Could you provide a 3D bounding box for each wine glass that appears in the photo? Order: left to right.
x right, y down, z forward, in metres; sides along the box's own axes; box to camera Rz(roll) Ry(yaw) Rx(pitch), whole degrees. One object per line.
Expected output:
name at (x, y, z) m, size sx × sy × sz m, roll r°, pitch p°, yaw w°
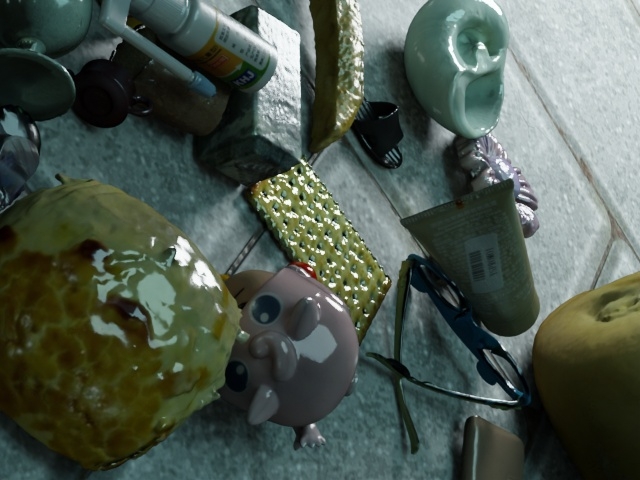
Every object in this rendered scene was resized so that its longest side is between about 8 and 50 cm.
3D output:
wine glass at (-0.271, -0.234, 1.517) m, size 0.103 × 0.103 × 0.231 m, roll 38°, pitch 43°, yaw -36°

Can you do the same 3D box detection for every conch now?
conch at (0.187, -0.235, 2.100) m, size 0.185 × 0.121 × 0.221 m, roll 41°, pitch 51°, yaw -20°

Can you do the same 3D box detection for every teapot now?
teapot at (-0.215, -0.150, 1.574) m, size 0.100 × 0.068 × 0.045 m, roll 20°, pitch 41°, yaw 4°

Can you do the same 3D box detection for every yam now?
yam at (-0.158, -0.167, 1.651) m, size 0.127 × 0.084 × 0.084 m, roll 29°, pitch 51°, yaw -38°

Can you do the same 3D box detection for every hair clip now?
hair clip at (0.221, -0.047, 2.094) m, size 0.173 × 0.069 × 0.300 m, roll 52°, pitch 38°, yaw -19°

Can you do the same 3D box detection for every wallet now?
wallet at (0.210, 0.303, 1.926) m, size 0.118 × 0.039 × 0.153 m, roll 33°, pitch 52°, yaw -37°

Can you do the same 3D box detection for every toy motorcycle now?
toy motorcycle at (-0.320, -0.067, 1.381) m, size 0.122 × 0.082 × 0.213 m, roll 51°, pitch 38°, yaw -25°

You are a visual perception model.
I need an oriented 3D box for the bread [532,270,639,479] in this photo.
bread at (0.467, 0.247, 2.051) m, size 0.253 × 0.348 × 0.376 m, roll -47°, pitch 113°, yaw -36°

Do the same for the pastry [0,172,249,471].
pastry at (-0.188, 0.064, 1.417) m, size 0.256 × 0.170 × 0.237 m, roll 52°, pitch 35°, yaw -14°

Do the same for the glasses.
glasses at (0.151, 0.145, 1.868) m, size 0.239 × 0.102 × 0.207 m, roll 51°, pitch 42°, yaw -12°

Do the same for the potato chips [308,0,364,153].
potato chips at (0.004, -0.301, 1.941) m, size 0.080 × 0.057 × 0.407 m, roll 5°, pitch 68°, yaw -35°

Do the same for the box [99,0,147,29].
box at (-0.215, -0.373, 1.666) m, size 0.265 × 0.097 × 0.168 m, roll 57°, pitch 36°, yaw -15°

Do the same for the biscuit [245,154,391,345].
biscuit at (0.000, 0.000, 1.824) m, size 0.231 × 0.016 × 0.139 m, roll 54°, pitch 37°, yaw -19°

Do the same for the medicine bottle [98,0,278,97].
medicine bottle at (-0.139, -0.208, 1.587) m, size 0.220 × 0.061 × 0.092 m, roll 29°, pitch 60°, yaw -42°

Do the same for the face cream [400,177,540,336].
face cream at (0.203, 0.023, 1.912) m, size 0.341 × 0.137 × 0.084 m, roll 54°, pitch 18°, yaw -60°

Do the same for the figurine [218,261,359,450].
figurine at (-0.042, 0.110, 1.631) m, size 0.287 × 0.186 × 0.176 m, roll -25°, pitch 132°, yaw -74°

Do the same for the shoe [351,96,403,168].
shoe at (0.068, -0.160, 1.970) m, size 0.159 × 0.053 × 0.062 m, roll 53°, pitch 35°, yaw -17°

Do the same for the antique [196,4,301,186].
antique at (-0.079, -0.156, 1.736) m, size 0.086 × 0.088 × 0.183 m, roll 27°, pitch 52°, yaw -46°
